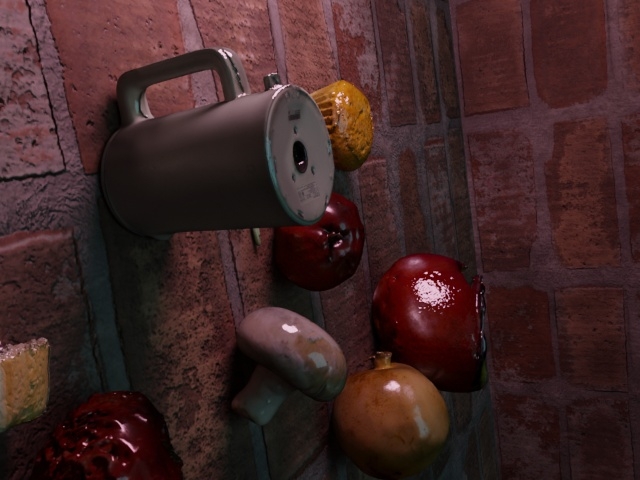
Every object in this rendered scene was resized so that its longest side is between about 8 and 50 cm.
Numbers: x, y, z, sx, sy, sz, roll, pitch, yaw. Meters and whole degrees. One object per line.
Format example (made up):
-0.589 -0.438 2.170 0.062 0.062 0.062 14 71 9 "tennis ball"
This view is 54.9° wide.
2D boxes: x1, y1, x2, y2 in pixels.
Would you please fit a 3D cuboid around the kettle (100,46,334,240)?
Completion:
-0.170 -0.134 0.950 0.265 0.317 0.205 61 38 -38 "kettle"

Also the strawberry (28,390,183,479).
-0.286 0.348 0.806 0.220 0.274 0.275 -15 102 -24 "strawberry"

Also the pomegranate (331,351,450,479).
0.177 0.443 1.586 0.319 0.318 0.320 12 76 -61 "pomegranate"

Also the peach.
0.342 0.249 1.793 0.353 0.416 0.339 -40 147 -12 "peach"

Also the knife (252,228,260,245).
-0.146 -0.090 1.317 0.030 0.014 0.207 -22 105 -59 "knife"

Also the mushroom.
-0.076 0.259 1.219 0.243 0.243 0.244 12 76 -61 "mushroom"

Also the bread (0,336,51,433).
-0.391 0.175 0.750 0.125 0.082 0.106 13 83 -83 "bread"

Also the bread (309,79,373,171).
0.051 -0.288 1.579 0.240 0.138 0.240 11 77 -61 "bread"

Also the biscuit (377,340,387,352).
0.245 0.449 1.955 0.277 0.052 0.262 44 49 -52 "biscuit"

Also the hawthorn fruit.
0.000 0.000 1.353 0.266 0.210 0.231 -178 -79 -83 "hawthorn fruit"
